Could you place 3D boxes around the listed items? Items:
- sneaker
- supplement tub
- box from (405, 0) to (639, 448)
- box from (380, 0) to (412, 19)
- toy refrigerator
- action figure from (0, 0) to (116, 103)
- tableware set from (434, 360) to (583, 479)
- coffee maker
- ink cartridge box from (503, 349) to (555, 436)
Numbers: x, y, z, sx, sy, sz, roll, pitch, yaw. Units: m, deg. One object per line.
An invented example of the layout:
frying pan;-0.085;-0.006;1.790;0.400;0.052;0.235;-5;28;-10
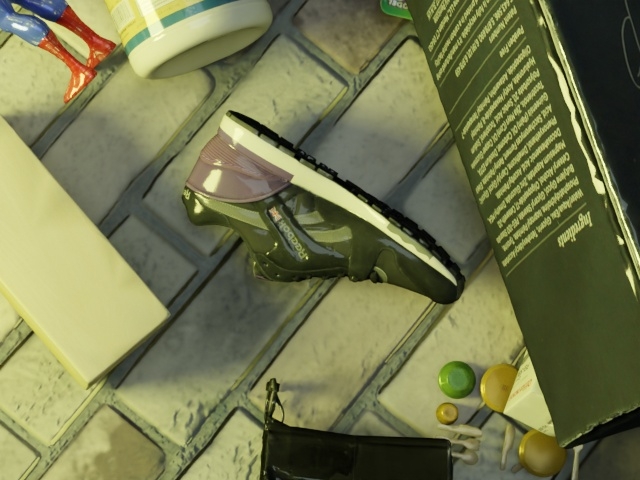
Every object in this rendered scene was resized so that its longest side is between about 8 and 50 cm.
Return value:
sneaker;0.000;0.000;1.592;0.283;0.107;0.124;33;97;3
supplement tub;-0.145;-0.269;1.571;0.144;0.144;0.200;-23;87;-6
box;0.388;-0.122;1.465;0.479;0.297;0.472;-14;75;-15
box;0.121;-0.299;1.648;0.105;0.043;0.179;12;81;-4
toy refrigerator;-0.269;0.006;1.562;0.102;0.094;0.269;-41;89;-14
action figure;-0.347;-0.230;1.574;0.280;0.091;0.139;43;126;-16
tableware set;0.186;0.174;1.616;0.154;0.024;0.104;11;80;-2
coffee maker;0.033;0.220;1.549;0.178;0.120;0.171;5;83;-5
ink cartridge box;0.231;0.107;1.573;0.056;0.099;0.135;24;69;-1
